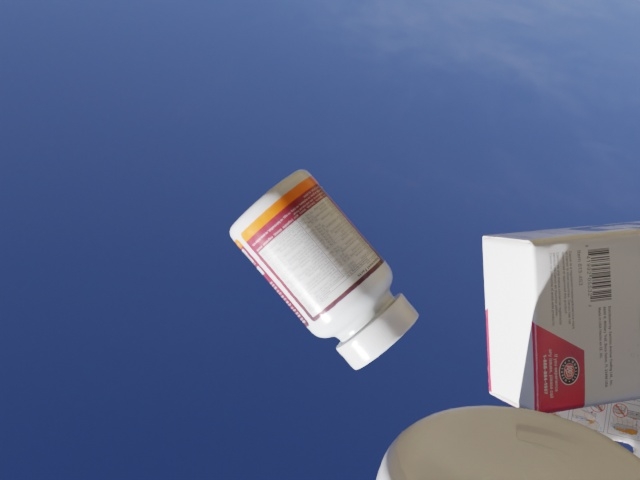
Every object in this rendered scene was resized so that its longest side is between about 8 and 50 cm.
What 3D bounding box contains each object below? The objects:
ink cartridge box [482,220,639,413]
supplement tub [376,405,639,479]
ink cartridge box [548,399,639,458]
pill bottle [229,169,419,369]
[{"bbox_3d":[0.298,0.071,0.940,0.237,0.172,0.100,-5,-174,-19],"label":"ink cartridge box"},{"bbox_3d":[0.147,0.330,0.755,0.235,0.325,0.235,5,-160,-2],"label":"supplement tub"},{"bbox_3d":[0.346,0.166,1.081,0.181,0.056,0.225,11,-113,14],"label":"ink cartridge box"},{"bbox_3d":[0.007,0.035,1.062,0.221,0.121,0.121,50,-144,1],"label":"pill bottle"}]
